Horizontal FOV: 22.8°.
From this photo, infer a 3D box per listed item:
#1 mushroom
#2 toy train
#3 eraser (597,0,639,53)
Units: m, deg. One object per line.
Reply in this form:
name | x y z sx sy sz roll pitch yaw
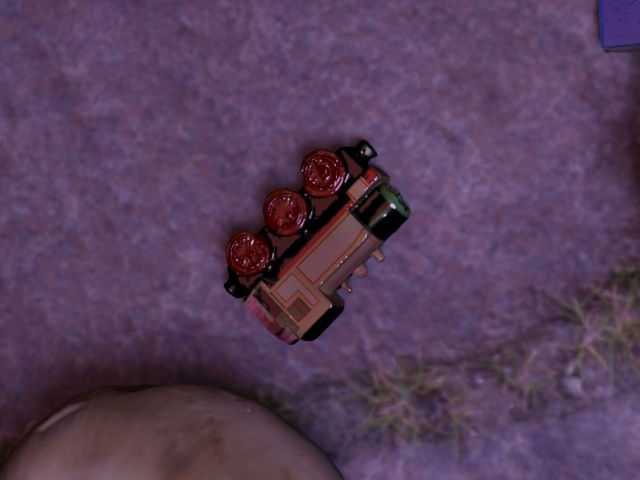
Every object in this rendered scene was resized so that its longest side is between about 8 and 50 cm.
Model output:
mushroom | -0.112 0.267 0.964 0.315 0.315 0.356 3 45 17
toy train | 0.000 0.000 1.057 0.087 0.050 0.138 45 99 9
eraser | 0.209 -0.164 1.010 0.063 0.027 0.085 -4 86 18
